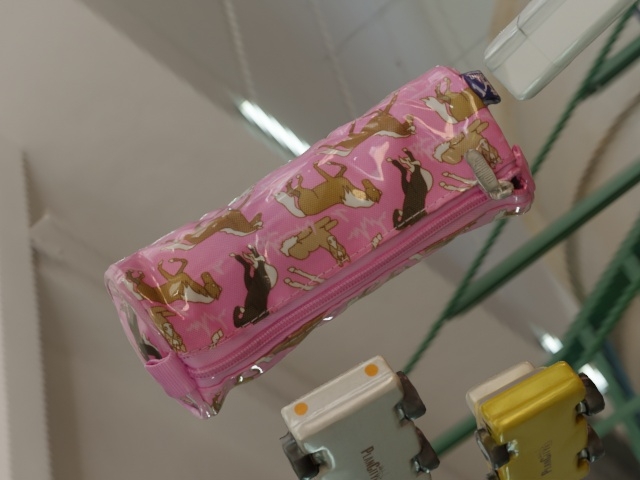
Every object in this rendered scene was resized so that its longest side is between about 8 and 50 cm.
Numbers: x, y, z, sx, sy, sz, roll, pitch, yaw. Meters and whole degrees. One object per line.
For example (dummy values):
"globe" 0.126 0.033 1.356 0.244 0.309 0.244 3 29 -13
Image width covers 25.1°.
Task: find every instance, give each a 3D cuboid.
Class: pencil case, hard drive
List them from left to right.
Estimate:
"pencil case" 0.000 0.000 1.251 0.160 0.386 0.167 56 166 8
"hard drive" 0.257 -0.241 0.840 0.047 0.353 0.233 46 -142 0

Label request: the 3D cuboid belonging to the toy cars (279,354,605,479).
"toy cars" 0.092 0.139 1.103 0.393 0.176 0.087 6 -139 -45
